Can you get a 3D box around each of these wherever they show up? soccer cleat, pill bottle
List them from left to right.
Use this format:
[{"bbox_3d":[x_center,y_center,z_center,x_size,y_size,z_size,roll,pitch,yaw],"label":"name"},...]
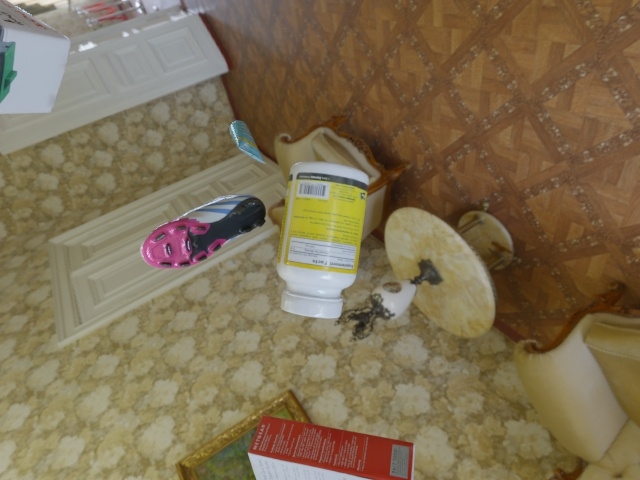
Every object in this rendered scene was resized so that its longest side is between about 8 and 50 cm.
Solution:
[{"bbox_3d":[-0.289,-0.028,0.997,0.143,0.331,0.116,17,124,45],"label":"soccer cleat"},{"bbox_3d":[0.000,0.000,0.939,0.188,0.187,0.335,-174,93,-70],"label":"pill bottle"}]

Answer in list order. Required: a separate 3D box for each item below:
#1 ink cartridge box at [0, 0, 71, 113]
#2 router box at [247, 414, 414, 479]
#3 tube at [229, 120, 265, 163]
[{"bbox_3d":[-0.367,-0.186,0.346,0.160,0.093,0.219,32,-159,-3],"label":"ink cartridge box"},{"bbox_3d":[0.031,0.514,0.829,0.082,0.300,0.336,-67,-24,-53],"label":"router box"},{"bbox_3d":[-0.202,-0.262,1.077,0.080,0.052,0.207,22,-158,-33],"label":"tube"}]
